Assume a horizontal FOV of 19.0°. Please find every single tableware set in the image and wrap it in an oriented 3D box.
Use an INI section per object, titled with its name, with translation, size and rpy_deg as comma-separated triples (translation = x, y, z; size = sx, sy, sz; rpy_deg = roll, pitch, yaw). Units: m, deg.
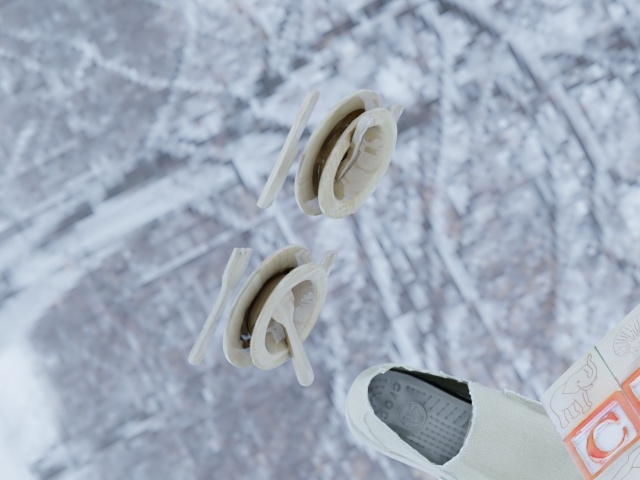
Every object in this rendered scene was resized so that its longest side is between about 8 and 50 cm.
[tableware set]
translation = 0.000, 0.000, 1.185
size = 0.039, 0.194, 0.128
rpy_deg = 31, 14, 25

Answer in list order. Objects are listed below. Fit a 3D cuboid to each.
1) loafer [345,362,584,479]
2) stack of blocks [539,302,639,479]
[loafer]
translation = 0.141, 0.174, 1.615
size = 0.268, 0.102, 0.092
rpy_deg = 16, -10, 14
[stack of blocks]
translation = 0.263, 0.178, 1.016
size = 0.297, 0.087, 0.171
rpy_deg = 40, 12, -27
